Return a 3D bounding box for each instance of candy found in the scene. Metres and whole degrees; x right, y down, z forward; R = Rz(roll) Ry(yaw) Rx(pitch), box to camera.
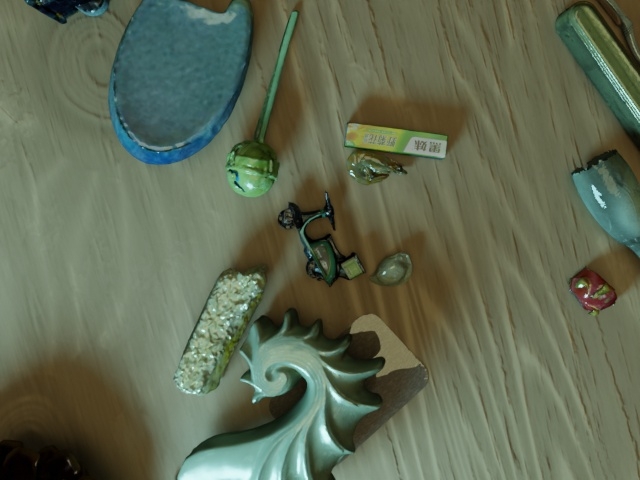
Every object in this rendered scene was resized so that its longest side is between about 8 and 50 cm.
[{"bbox_3d":[-0.087,-0.238,1.273,0.092,0.093,0.335,16,87,-14],"label":"candy"}]

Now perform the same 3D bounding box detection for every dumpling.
[{"bbox_3d":[0.130,0.056,1.304,0.059,0.043,0.077,42,91,-24],"label":"dumpling"}]

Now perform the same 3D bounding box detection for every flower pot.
[{"bbox_3d":[-0.058,0.311,1.254,0.254,0.164,0.367,26,89,3],"label":"flower pot"}]

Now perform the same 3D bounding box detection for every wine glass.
[{"bbox_3d":[0.613,-0.044,1.257,0.264,0.096,0.309,-29,92,5],"label":"wine glass"}]

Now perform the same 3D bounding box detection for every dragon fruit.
[{"bbox_3d":[0.476,0.093,1.290,0.056,0.060,0.083,-38,95,0],"label":"dragon fruit"}]

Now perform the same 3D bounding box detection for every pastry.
[{"bbox_3d":[-0.171,0.151,1.275,0.089,0.121,0.258,24,93,-6],"label":"pastry"}]

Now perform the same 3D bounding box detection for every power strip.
[{"bbox_3d":[0.532,-0.236,1.248,0.066,0.092,0.387,-35,93,6],"label":"power strip"}]

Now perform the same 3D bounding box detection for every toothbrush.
[{"bbox_3d":[0.497,-0.401,1.269,0.037,0.028,0.375,-38,93,-2],"label":"toothbrush"}]

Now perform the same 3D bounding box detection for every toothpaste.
[{"bbox_3d":[0.130,-0.174,1.288,0.178,0.037,0.043,8,93,1],"label":"toothpaste"}]

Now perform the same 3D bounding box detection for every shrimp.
[{"bbox_3d":[0.097,-0.122,1.301,0.108,0.023,0.059,19,104,-1],"label":"shrimp"}]

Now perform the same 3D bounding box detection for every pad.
[{"bbox_3d":[0.051,0.273,1.339,0.266,0.002,0.176,-43,93,4],"label":"pad"}]

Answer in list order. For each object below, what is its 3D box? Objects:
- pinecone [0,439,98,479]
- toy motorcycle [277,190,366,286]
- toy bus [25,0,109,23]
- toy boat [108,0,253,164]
[{"bbox_3d":[-0.525,0.550,1.208,0.398,0.398,0.397,0,94,1],"label":"pinecone"},{"bbox_3d":[0.000,0.000,1.294,0.100,0.058,0.173,-29,95,-4],"label":"toy motorcycle"},{"bbox_3d":[-0.351,-0.516,1.211,0.323,0.162,0.194,-28,91,5],"label":"toy bus"},{"bbox_3d":[-0.240,-0.283,1.265,0.215,0.123,0.330,16,83,-8],"label":"toy boat"}]
